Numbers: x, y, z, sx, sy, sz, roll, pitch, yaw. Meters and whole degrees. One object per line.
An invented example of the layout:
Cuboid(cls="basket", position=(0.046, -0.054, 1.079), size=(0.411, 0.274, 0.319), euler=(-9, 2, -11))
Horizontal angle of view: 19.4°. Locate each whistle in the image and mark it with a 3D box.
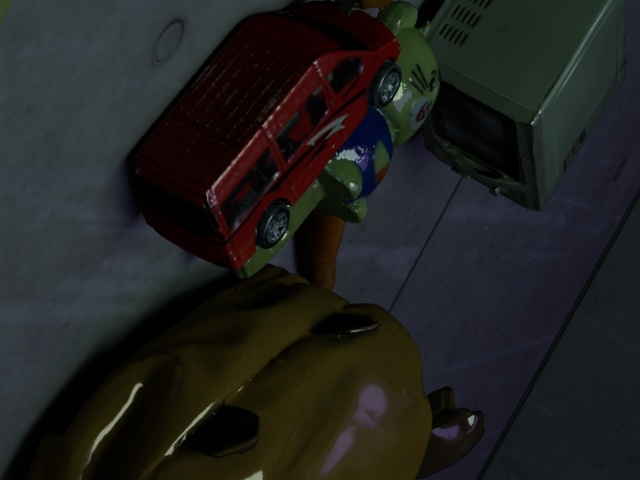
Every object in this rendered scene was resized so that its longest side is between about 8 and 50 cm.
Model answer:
Cuboid(cls="whistle", position=(0.010, -0.067, 1.271), size=(0.227, 0.085, 0.105), euler=(-54, 159, -19))

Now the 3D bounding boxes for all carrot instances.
Cuboid(cls="carrot", position=(0.000, 0.000, 1.458), size=(0.037, 0.037, 0.190), euler=(-51, 166, -26))

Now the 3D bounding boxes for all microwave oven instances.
Cuboid(cls="microwave oven", position=(0.155, -0.140, 1.496), size=(0.163, 0.129, 0.205), euler=(-58, 164, -12))

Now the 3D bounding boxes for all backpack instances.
Cuboid(cls="backpack", position=(-0.065, 0.205, 1.325), size=(0.353, 0.201, 0.378), euler=(-39, 151, -41))

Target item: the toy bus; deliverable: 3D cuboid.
Cuboid(cls="toy bus", position=(-0.031, -0.081, 1.148), size=(0.195, 0.081, 0.089), euler=(-52, 152, -22))

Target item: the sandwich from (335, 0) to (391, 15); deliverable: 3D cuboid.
Cuboid(cls="sandwich", position=(0.076, -0.250, 1.076), size=(0.212, 0.063, 0.245), euler=(-38, 160, -7))

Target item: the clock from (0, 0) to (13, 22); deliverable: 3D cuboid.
Cuboid(cls="clock", position=(-0.189, -0.018, 0.410), size=(0.348, 0.117, 0.286), euler=(-53, -176, -27))
